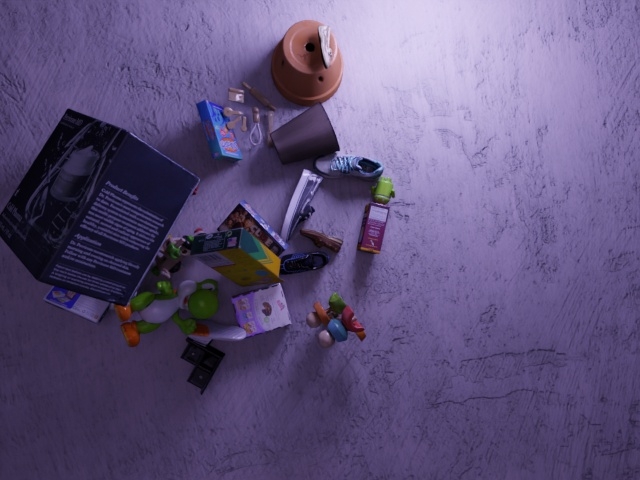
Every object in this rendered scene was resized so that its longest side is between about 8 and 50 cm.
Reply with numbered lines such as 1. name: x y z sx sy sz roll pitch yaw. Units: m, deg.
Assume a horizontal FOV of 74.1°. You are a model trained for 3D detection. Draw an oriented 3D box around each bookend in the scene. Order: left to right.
1. bookend: -0.471 0.469 1.607 0.157 0.072 0.156 31 87 -3

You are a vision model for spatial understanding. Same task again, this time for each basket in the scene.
1. basket: -0.067 -0.392 1.629 0.226 0.154 0.205 -24 91 -1

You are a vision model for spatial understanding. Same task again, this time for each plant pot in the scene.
1. plant pot: -0.044 -0.688 1.608 0.290 0.203 0.291 0 88 -6

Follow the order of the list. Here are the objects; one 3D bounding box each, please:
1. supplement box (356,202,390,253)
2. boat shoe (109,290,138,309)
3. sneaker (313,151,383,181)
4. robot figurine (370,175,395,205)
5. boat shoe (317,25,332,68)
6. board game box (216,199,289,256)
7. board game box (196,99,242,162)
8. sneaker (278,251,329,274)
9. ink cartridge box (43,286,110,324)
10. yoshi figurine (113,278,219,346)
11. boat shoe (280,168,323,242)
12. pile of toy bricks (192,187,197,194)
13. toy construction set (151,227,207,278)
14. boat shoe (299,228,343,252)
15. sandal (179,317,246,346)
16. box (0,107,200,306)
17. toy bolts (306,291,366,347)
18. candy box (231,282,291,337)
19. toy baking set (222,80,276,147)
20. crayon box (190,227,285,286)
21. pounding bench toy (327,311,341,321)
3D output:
1. supplement box: 0.205 -0.046 1.662 0.080 0.104 0.189 12 87 -4
2. boat shoe: -0.705 0.116 1.584 0.091 0.114 0.303 17 77 -30
3. sneaker: 0.113 -0.299 1.651 0.282 0.122 0.110 4 88 -5
4. robot figurine: 0.251 -0.195 1.688 0.101 0.067 0.115 13 87 23
5. boat shoe: 0.023 -0.679 1.485 0.048 0.056 0.153 -9 82 -1
6. board game box: -0.258 -0.012 1.612 0.243 0.042 0.165 45 119 -2
7. board game box: -0.376 -0.404 1.592 0.047 0.160 0.211 -17 91 17
8. sneaker: -0.079 0.085 1.641 0.232 0.090 0.082 -13 90 -5
9. ink cartridge box: -0.864 0.178 1.578 0.206 0.045 0.208 25 60 -4
10. yoshi figurine: -0.518 0.241 1.506 0.361 0.204 0.203 -21 72 -30
11. boat shoe: -0.072 -0.122 1.645 0.102 0.108 0.302 21 81 -4
12. pile of toy bricks: -0.563 -0.239 1.614 0.212 0.118 0.105 -1 60 11
13. toy construction set: -0.586 -0.008 1.555 0.237 0.257 0.309 -43 72 8
14. boat shoe: 0.000 0.000 1.663 0.177 0.064 0.060 19 86 -7
15. sandal: -0.405 0.360 1.584 0.264 0.102 0.076 8 112 15
16. box: -0.727 -0.119 1.373 0.479 0.297 0.472 23 81 37
17. toy bolts: 0.059 0.323 1.532 0.158 0.228 0.218 -34 100 -5
18. candy box: -0.226 0.268 1.634 0.196 0.070 0.165 -16 90 -5
19. toy baking set: -0.264 -0.483 1.648 0.256 0.030 0.197 30 81 -26
20. crayon box: -0.282 0.070 1.516 0.202 0.318 0.081 -8 61 22
21. pounding bench toy: 0.042 0.317 1.665 0.083 0.052 0.065 -35 92 -5
